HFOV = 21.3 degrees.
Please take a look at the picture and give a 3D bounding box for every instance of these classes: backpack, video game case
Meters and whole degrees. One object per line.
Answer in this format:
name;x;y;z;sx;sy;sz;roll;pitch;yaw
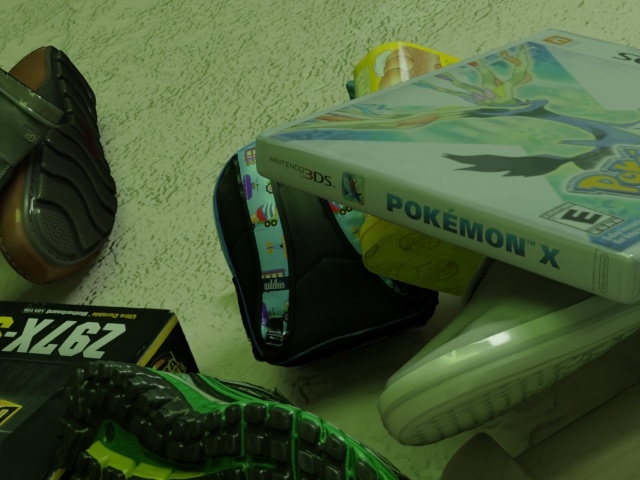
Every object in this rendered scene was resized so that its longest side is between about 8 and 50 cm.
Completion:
backpack;0.000;0.000;1.335;0.158;0.173;0.117;-21;-10;5
video game case;0.175;-0.065;1.136;0.300;0.036;0.329;20;32;39

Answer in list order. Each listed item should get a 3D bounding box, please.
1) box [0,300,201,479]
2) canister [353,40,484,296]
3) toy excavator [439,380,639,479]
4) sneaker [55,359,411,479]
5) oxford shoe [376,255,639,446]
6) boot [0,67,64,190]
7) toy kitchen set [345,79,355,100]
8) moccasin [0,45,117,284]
box;-0.293;0.155;1.379;0.322;0.079;0.257;2;36;31
canister;0.086;-0.055;1.274;0.073;0.126;0.170;-41;43;46
toy excavator;0.345;0.089;1.049;0.445;0.222;0.433;-1;35;51
sneaker;-0.030;0.154;1.164;0.146;0.134;0.343;1;14;-42
oxford shoe;0.172;0.016;1.156;0.449;0.130;0.169;-27;-5;-47
boot;-0.339;-0.064;1.534;0.208;0.076;0.189;-57;40;0
toy kitchen set;0.109;-0.037;1.358;0.122;0.166;0.207;-37;36;-24
moccasin;-0.292;-0.068;1.659;0.147;0.139;0.380;-32;35;7
